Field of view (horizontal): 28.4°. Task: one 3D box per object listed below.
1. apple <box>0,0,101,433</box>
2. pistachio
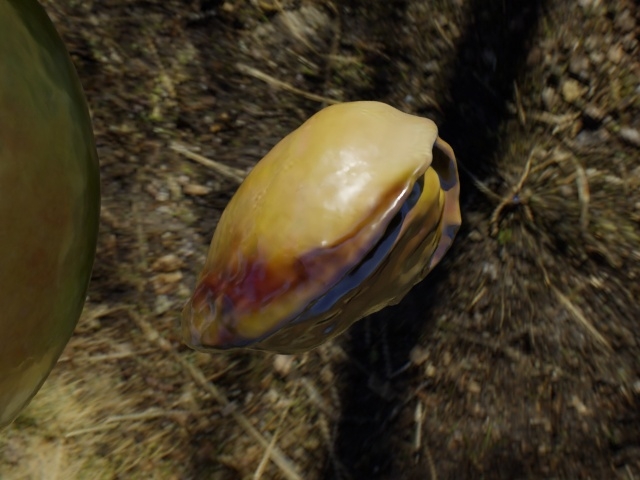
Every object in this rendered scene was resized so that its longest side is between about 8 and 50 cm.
[{"bbox_3d":[-0.208,-0.026,0.510,0.261,0.194,0.260,5,100,30],"label":"apple"},{"bbox_3d":[0.000,0.000,0.788,0.210,0.165,0.130,-40,103,-20],"label":"pistachio"}]
